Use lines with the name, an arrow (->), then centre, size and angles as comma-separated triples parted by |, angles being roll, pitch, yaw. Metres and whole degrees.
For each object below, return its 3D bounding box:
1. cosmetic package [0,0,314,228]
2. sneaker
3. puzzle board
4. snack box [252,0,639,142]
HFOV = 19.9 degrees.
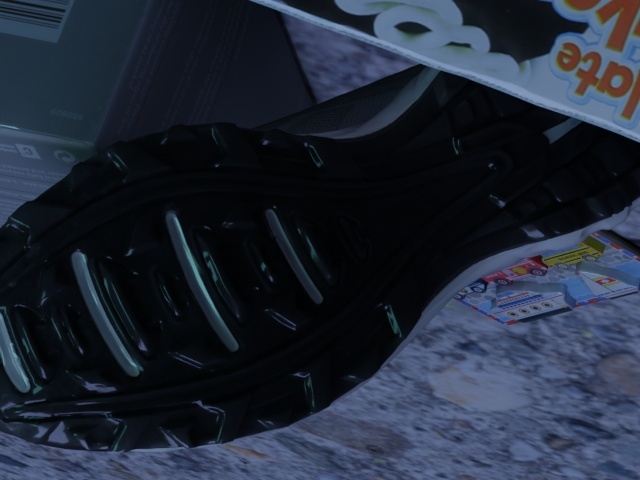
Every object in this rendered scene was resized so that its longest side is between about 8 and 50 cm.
cosmetic package -> -0.073, -0.037, 0.711 | 0.107, 0.127, 0.238 | 11, 155, 16
sneaker -> 0.000, 0.000, 0.615 | 0.100, 0.271, 0.108 | 65, 155, 3
puzzle board -> 0.089, 0.011, 0.850 | 0.096, 0.011, 0.128 | 28, 155, -24
snack box -> 0.032, -0.084, 0.496 | 0.322, 0.060, 0.187 | 19, -168, -4
